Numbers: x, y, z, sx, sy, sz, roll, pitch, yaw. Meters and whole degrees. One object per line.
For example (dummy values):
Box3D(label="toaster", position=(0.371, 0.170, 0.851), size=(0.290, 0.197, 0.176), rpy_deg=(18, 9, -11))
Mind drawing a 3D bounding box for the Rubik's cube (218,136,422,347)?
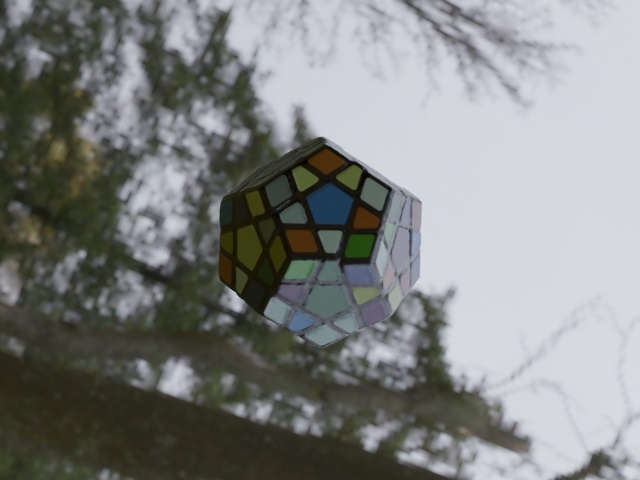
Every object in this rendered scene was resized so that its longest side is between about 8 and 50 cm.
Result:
Box3D(label="Rubik's cube", position=(0.000, 0.000, 1.025), size=(0.112, 0.133, 0.133), rpy_deg=(100, 5, -67))
